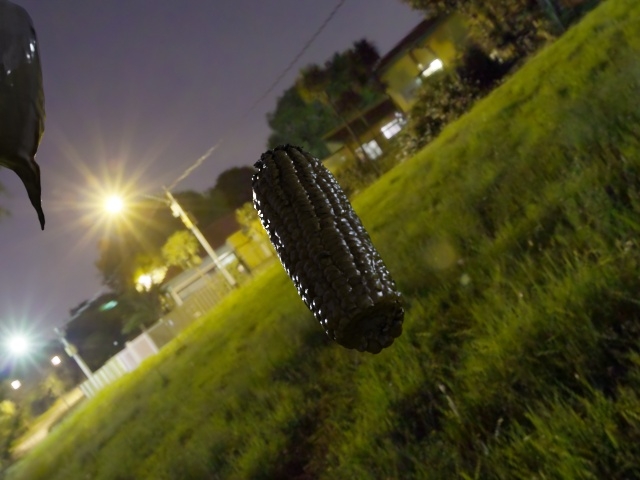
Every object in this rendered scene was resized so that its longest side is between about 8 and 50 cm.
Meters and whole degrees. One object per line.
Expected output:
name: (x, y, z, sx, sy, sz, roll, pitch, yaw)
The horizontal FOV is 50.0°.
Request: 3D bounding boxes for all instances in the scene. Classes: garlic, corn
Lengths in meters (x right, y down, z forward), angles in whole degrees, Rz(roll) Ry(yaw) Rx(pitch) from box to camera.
garlic: (-0.275, -0.122, 0.599, 0.091, 0.198, 0.128, -20, -23, -15)
corn: (0.000, 0.000, 0.770, 0.115, 0.115, 0.317, -35, 43, 7)
